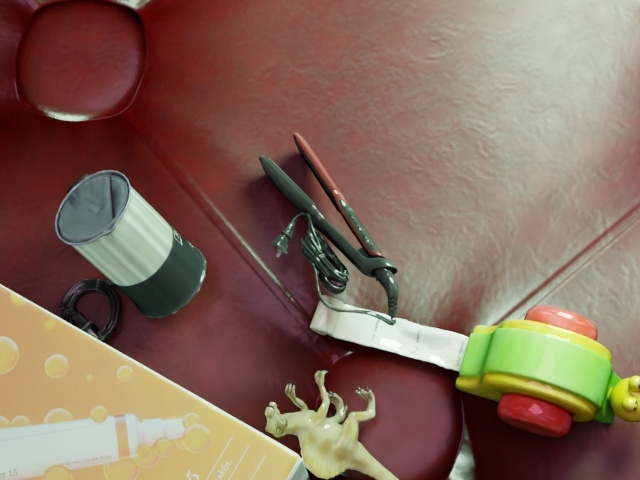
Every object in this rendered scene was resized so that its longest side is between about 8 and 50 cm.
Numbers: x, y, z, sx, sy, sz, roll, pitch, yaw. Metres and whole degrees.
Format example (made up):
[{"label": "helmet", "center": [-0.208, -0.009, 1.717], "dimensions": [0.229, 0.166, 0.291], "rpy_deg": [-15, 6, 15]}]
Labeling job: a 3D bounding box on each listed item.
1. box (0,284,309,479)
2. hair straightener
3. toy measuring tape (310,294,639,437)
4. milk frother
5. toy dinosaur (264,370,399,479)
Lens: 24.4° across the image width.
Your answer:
[{"label": "box", "center": [-0.212, 0.210, 1.322], "dimensions": [0.345, 0.168, 0.215], "rpy_deg": [28, 77, 10]}, {"label": "hair straightener", "center": [0.000, 0.000, 1.418], "dimensions": [0.089, 0.047, 0.230], "rpy_deg": [-32, 61, -3]}, {"label": "toy measuring tape", "center": [0.147, 0.101, 1.359], "dimensions": [0.330, 0.121, 0.121], "rpy_deg": [16, 75, 11]}, {"label": "milk frother", "center": [-0.209, 0.023, 1.407], "dimensions": [0.129, 0.135, 0.143], "rpy_deg": [22, 71, 44]}, {"label": "toy dinosaur", "center": [0.017, 0.182, 1.374], "dimensions": [0.183, 0.053, 0.092], "rpy_deg": [31, 55, -23]}]
